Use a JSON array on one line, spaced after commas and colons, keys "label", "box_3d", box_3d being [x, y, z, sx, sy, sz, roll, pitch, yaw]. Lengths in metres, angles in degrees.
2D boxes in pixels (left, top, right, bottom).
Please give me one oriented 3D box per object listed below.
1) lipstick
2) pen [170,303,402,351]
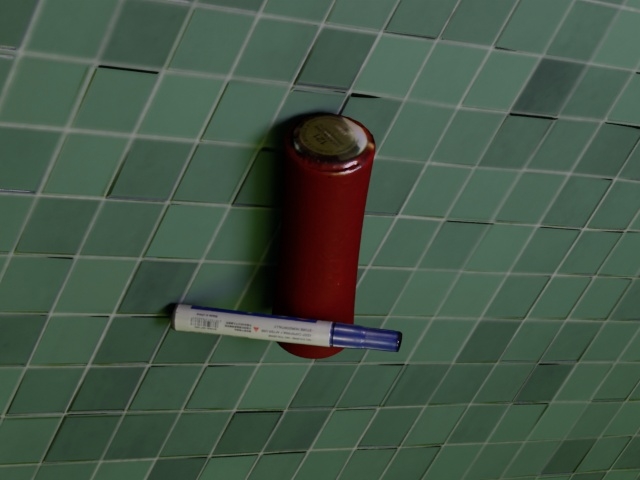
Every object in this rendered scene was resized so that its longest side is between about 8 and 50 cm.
[{"label": "lipstick", "box_3d": [0.000, 0.000, 1.488, 0.080, 0.080, 0.241, -17, 139, -22]}, {"label": "pen", "box_3d": [-0.030, 0.077, 1.497, 0.204, 0.025, 0.025, 6, 138, 9]}]
